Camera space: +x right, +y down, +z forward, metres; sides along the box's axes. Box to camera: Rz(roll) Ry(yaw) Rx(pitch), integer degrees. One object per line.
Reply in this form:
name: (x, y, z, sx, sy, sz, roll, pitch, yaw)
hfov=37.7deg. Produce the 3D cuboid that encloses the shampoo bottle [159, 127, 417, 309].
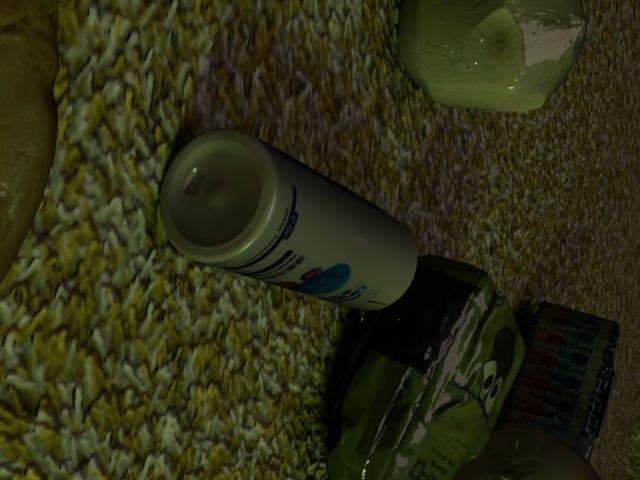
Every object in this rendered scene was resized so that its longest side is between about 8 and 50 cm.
shampoo bottle: (0.000, 0.000, 0.726, 0.303, 0.092, 0.092, 25, 80, -61)

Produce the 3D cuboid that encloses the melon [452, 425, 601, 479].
melon: (0.263, 0.373, 1.206, 0.223, 0.223, 0.316, -55, 142, -33)

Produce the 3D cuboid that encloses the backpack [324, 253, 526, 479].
backpack: (0.092, 0.146, 0.909, 0.253, 0.140, 0.207, -61, 148, -14)

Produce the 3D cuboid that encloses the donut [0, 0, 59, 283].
donut: (-0.200, -0.035, 0.320, 0.261, 0.128, 0.208, -67, 151, -17)

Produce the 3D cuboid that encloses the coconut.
coconut: (0.165, -0.193, 0.857, 0.161, 0.162, 0.161, -33, 130, -51)

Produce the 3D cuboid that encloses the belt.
belt: (0.341, 0.225, 1.363, 0.207, 0.150, 0.257, 31, 76, -70)
